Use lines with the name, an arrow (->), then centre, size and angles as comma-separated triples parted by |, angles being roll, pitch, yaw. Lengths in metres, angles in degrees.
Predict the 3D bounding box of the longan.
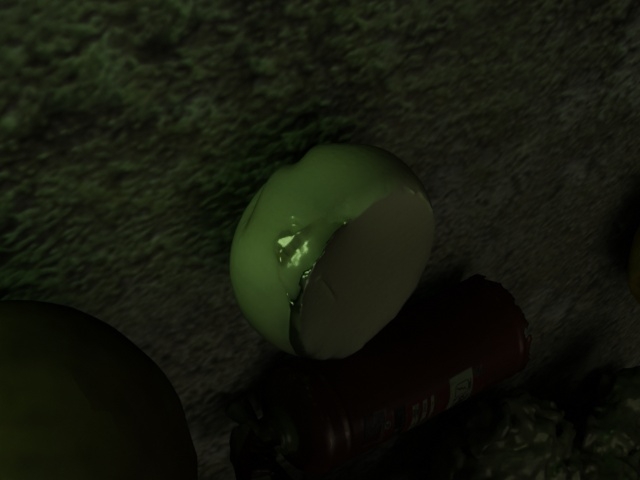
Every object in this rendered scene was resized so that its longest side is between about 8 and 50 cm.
longan -> -0.226, 0.176, 0.955 | 0.300, 0.243, 0.300 | -20, 120, -39

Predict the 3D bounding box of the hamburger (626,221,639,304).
hamburger -> 0.468, -0.019, 1.569 | 0.318, 0.158, 0.319 | -29, 143, -24

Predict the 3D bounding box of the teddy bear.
teddy bear -> 0.238, 0.258, 1.635 | 0.357, 0.224, 0.367 | -43, 132, 0

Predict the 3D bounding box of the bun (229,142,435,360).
bun -> 0.000, 0.000, 1.116 | 0.172, 0.120, 0.173 | -33, 142, -30

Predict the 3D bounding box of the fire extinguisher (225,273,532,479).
fire extinguisher -> 0.049, 0.150, 1.311 | 0.337, 0.147, 0.107 | -24, 140, -30
